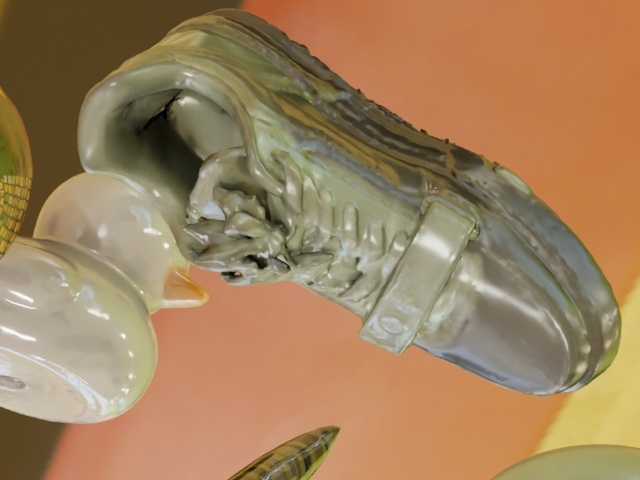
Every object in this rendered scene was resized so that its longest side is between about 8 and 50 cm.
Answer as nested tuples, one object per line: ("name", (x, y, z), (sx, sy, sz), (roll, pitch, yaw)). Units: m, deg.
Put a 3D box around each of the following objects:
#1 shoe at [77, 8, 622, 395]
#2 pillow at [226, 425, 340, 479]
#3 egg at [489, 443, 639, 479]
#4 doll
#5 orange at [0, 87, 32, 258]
("shoe", (0.001, -0.002, 0.945), (0.149, 0.293, 0.109), (-31, 152, -50))
("pillow", (-0.077, 0.192, 1.271), (0.203, 0.038, 0.113), (-31, 168, -37))
("egg", (0.222, 0.248, 1.290), (0.282, 0.203, 0.203), (22, 124, -1))
("doll", (-0.217, 0.029, 1.569), (0.251, 0.221, 0.221), (15, 130, 1))
("orange", (-0.302, -0.054, 1.247), (0.234, 0.234, 0.182), (4, 112, -40))
